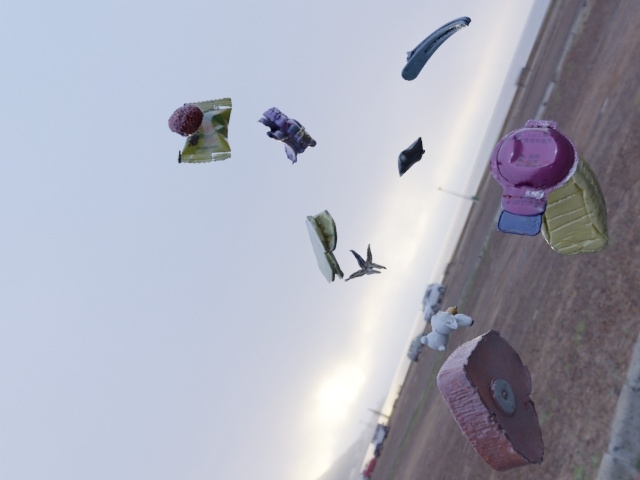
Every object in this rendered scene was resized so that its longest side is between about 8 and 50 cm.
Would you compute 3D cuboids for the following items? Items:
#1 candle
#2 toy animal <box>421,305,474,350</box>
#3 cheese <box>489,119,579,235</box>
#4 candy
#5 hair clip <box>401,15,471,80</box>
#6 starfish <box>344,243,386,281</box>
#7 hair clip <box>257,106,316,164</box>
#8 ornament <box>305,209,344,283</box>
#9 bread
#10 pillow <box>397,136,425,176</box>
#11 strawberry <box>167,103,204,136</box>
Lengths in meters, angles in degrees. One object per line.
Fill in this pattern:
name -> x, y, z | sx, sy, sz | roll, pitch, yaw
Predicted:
candle -> 0.377, 0.363, 1.390 | 0.131, 0.287, 0.316 | -33, 45, 32
toy animal -> 0.419, 0.277, 1.945 | 0.131, 0.127, 0.181 | -9, -44, -31
cheese -> 0.383, -0.118, 1.098 | 0.062, 0.155, 0.244 | 51, -128, -56
candy -> -0.396, -0.380, 2.081 | 0.081, 0.187, 0.297 | 84, -177, -57
hair clip -> 0.273, -0.473, 1.428 | 0.083, 0.048, 0.275 | -70, 14, -16
starfish -> 0.123, 0.080, 1.767 | 0.130, 0.133, 0.041 | -45, -39, 20
hair clip -> -0.079, -0.265, 1.473 | 0.090, 0.137, 0.278 | -44, -9, 2
ornament -> 0.000, 0.000, 1.570 | 0.059, 0.180, 0.201 | -22, -49, -13
bread -> 0.521, -0.082, 1.273 | 0.236, 0.140, 0.106 | 59, -145, -21
pillow -> 0.291, -0.272, 1.946 | 0.136, 0.055, 0.091 | -38, -14, -33
strawberry -> -0.350, -0.315, 1.577 | 0.096, 0.083, 0.083 | -42, -4, 15
